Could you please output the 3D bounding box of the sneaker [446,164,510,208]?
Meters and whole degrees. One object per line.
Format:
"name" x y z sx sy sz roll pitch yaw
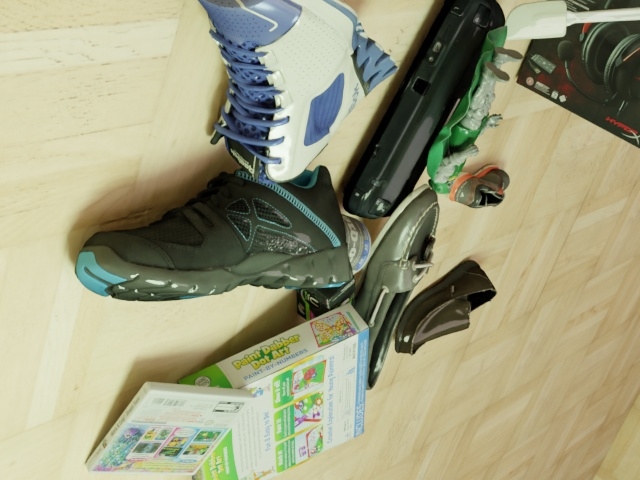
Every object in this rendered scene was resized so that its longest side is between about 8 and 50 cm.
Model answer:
"sneaker" 0.249 -0.069 1.772 0.158 0.065 0.061 -15 133 -52

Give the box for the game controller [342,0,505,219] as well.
"game controller" 0.132 -0.167 1.495 0.319 0.067 0.166 -61 167 13

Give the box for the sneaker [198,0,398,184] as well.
"sneaker" -0.041 -0.150 1.140 0.182 0.127 0.315 -59 155 3

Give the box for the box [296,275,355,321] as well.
"box" 0.007 0.072 1.539 0.052 0.062 0.083 -40 149 -28

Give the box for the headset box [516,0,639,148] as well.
"headset box" 0.432 -0.307 1.633 0.110 0.218 0.293 -22 139 -52

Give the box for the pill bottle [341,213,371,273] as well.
"pill bottle" 0.000 0.000 1.430 0.078 0.078 0.137 -60 153 9

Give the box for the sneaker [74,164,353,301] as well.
"sneaker" -0.110 -0.010 1.232 0.340 0.125 0.140 -4 89 -47

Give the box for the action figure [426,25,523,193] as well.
"action figure" 0.182 -0.139 1.473 0.137 0.063 0.232 -52 169 -40

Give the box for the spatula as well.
"spatula" 0.344 -0.343 1.490 0.242 0.019 0.168 -7 107 -13

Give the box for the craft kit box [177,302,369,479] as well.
"craft kit box" -0.056 0.220 1.542 0.246 0.061 0.250 -25 143 -22

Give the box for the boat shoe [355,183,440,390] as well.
"boat shoe" 0.097 0.069 1.589 0.112 0.095 0.335 -34 158 -49

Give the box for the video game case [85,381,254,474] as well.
"video game case" -0.174 0.222 1.386 0.157 0.019 0.143 12 125 -44

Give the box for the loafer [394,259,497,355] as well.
"loafer" 0.203 0.112 1.886 0.220 0.078 0.080 -40 149 -29
